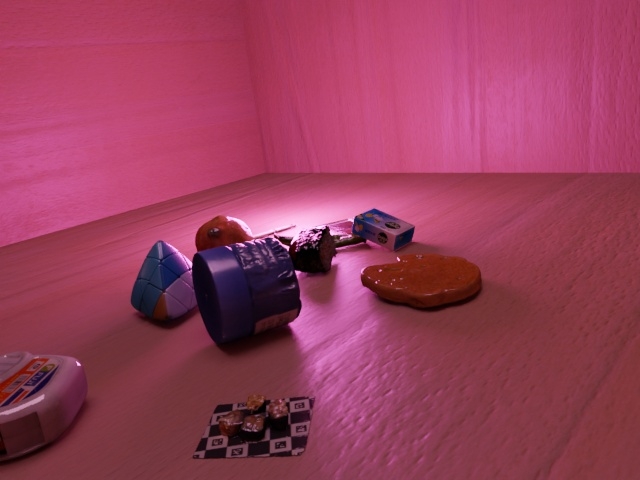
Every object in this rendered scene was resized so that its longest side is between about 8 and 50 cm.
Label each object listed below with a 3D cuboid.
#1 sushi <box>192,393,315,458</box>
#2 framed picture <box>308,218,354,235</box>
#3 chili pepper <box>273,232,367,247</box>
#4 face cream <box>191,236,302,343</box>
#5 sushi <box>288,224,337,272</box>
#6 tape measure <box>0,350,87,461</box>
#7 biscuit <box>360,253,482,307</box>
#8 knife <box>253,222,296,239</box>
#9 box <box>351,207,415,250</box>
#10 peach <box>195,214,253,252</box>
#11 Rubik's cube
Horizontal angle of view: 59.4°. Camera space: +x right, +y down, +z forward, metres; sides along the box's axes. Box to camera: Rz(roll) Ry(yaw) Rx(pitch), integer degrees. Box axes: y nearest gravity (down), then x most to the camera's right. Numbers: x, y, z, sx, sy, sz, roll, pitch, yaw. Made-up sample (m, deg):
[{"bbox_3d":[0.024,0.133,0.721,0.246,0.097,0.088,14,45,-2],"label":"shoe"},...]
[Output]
[{"bbox_3d":[-0.124,0.339,1.075,0.210,0.040,0.192,-6,16,7],"label":"sushi"},{"bbox_3d":[0.097,-0.051,2.415,0.217,0.016,0.273,-14,17,-23],"label":"framed picture"},{"bbox_3d":[-0.001,0.000,2.168,0.359,0.076,0.085,-2,11,-5],"label":"chili pepper"},{"bbox_3d":[-0.197,0.127,1.487,0.225,0.248,0.249,-13,16,-27],"label":"face cream"},{"bbox_3d":[-0.022,0.032,1.959,0.126,0.136,0.225,-11,18,22],"label":"sushi"},{"bbox_3d":[-0.638,0.344,1.158,0.265,0.130,0.258,1,19,10],"label":"tape measure"},{"bbox_3d":[0.301,0.112,1.655,0.351,0.057,0.312,8,21,40],"label":"biscuit"},{"bbox_3d":[-0.225,-0.038,2.519,0.293,0.019,0.043,-19,17,-36],"label":"knife"},{"bbox_3d":[0.236,-0.044,2.117,0.194,0.073,0.139,26,32,31],"label":"box"},{"bbox_3d":[-0.365,-0.003,2.098,0.233,0.232,0.232,-7,15,2],"label":"peach"},{"bbox_3d":[-0.488,0.170,1.692,0.255,0.254,0.254,-7,15,2],"label":"Rubik's cube"}]
